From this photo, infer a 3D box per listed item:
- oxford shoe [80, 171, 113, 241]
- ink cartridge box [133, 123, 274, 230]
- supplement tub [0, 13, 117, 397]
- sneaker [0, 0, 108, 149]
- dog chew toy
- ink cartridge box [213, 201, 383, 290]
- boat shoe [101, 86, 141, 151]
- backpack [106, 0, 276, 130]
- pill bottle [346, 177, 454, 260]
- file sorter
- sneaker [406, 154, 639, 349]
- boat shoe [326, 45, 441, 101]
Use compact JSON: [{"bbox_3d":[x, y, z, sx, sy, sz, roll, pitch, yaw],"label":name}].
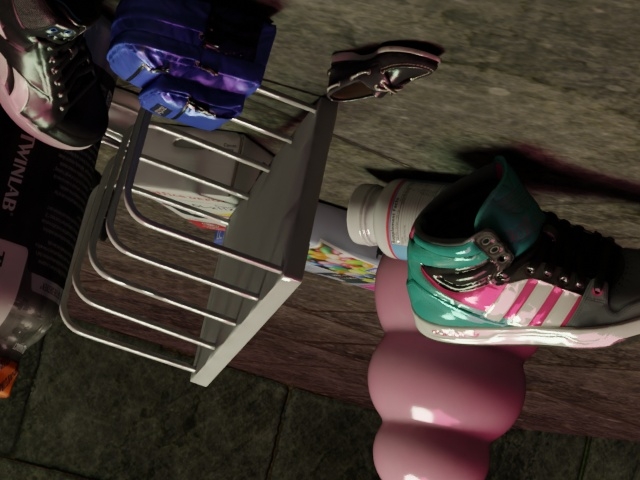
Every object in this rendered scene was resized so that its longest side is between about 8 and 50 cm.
[{"bbox_3d":[-0.326,-0.049,2.242,0.096,0.083,0.227,16,169,5],"label":"oxford shoe"},{"bbox_3d":[-0.110,-0.062,1.926,0.127,0.072,0.175,8,169,25],"label":"ink cartridge box"},{"bbox_3d":[-0.304,-0.047,1.519,0.207,0.338,0.207,12,169,2],"label":"supplement tub"},{"bbox_3d":[-0.204,-0.150,1.375,0.121,0.079,0.217,7,141,40],"label":"sneaker"},{"bbox_3d":[0.144,0.139,1.971,0.206,0.332,0.206,13,170,2],"label":"dog chew toy"},{"bbox_3d":[0.000,0.000,2.168,0.311,0.065,0.186,19,168,-22],"label":"ink cartridge box"},{"bbox_3d":[-0.260,-0.132,1.763,0.184,0.063,0.066,18,169,-25],"label":"boat shoe"},{"bbox_3d":[-0.110,-0.149,1.409,0.120,0.101,0.098,21,161,-18],"label":"backpack"},{"bbox_3d":[0.113,-0.020,1.845,0.160,0.087,0.087,7,168,30],"label":"pill bottle"},{"bbox_3d":[-0.125,-0.017,1.679,0.173,0.193,0.278,19,150,-13],"label":"file sorter"},{"bbox_3d":[0.213,0.002,1.690,0.295,0.124,0.178,-5,130,19],"label":"sneaker"},{"bbox_3d":[0.049,-0.135,1.449,0.046,0.038,0.125,22,166,-40],"label":"boat shoe"}]
